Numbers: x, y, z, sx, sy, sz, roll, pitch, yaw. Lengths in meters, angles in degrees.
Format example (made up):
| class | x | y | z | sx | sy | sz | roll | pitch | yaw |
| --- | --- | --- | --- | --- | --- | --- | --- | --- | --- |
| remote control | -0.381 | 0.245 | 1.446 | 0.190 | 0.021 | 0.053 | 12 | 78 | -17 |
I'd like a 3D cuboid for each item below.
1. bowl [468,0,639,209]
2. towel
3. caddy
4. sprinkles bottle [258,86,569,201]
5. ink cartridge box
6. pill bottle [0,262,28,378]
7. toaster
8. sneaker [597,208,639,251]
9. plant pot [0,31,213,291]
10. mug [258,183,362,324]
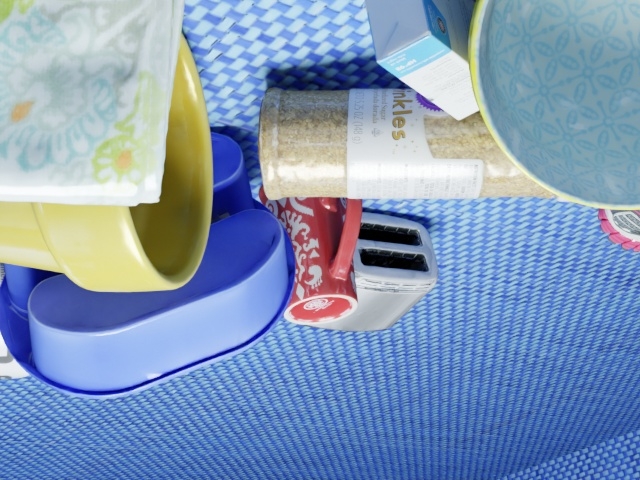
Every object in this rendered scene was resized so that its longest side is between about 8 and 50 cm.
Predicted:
| class | x | y | z | sx | sy | sz | roll | pitch | yaw |
| --- | --- | --- | --- | --- | --- | --- | --- | --- | --- |
| bowl | 0.262 | -0.185 | 0.901 | 0.290 | 0.289 | 0.156 | -8 | -163 | -3 |
| towel | -0.265 | -0.183 | 0.636 | 0.375 | 0.090 | 0.320 | 3 | 107 | -20 |
| caddy | -0.191 | 0.031 | 1.110 | 0.341 | 0.241 | 0.179 | -20 | 152 | -16 |
| sprinkles bottle | 0.117 | -0.100 | 1.041 | 0.356 | 0.121 | 0.121 | 0 | 155 | 4 |
| ink cartridge box | 0.118 | -0.185 | 0.948 | 0.060 | 0.104 | 0.180 | -25 | 149 | 30 |
| pill bottle | -0.441 | 0.087 | 1.249 | 0.319 | 0.176 | 0.176 | 1 | 153 | -19 |
| toaster | 0.060 | 0.044 | 1.379 | 0.227 | 0.129 | 0.146 | 8 | 147 | -30 |
| sneaker | 0.537 | -0.046 | 1.353 | 0.299 | 0.120 | 0.112 | -5 | 152 | -7 |
| plant pot | -0.247 | -0.074 | 0.912 | 0.239 | 0.253 | 0.254 | -4 | 155 | 11 |
| mug | -0.010 | 0.002 | 1.218 | 0.113 | 0.169 | 0.150 | -4 | 154 | -9 |
